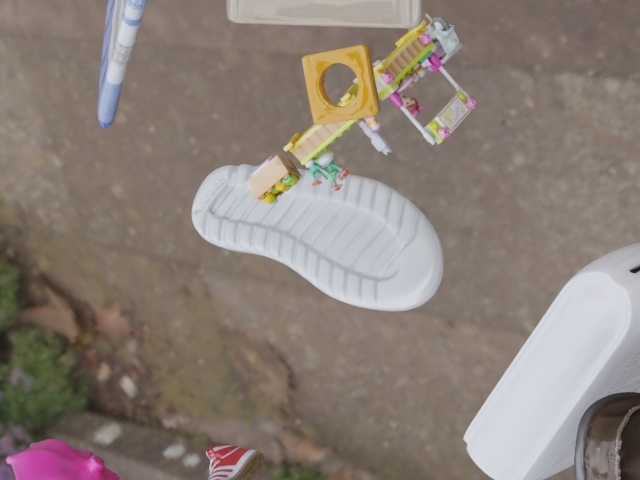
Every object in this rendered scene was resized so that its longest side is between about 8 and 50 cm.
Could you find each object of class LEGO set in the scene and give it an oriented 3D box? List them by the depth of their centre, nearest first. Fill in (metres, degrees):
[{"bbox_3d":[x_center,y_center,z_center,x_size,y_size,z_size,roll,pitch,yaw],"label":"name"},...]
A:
[{"bbox_3d":[0.061,-0.120,1.574,0.107,0.287,0.132,48,164,-7],"label":"LEGO set"}]

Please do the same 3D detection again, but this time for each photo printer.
[{"bbox_3d":[0.325,0.133,1.749,0.107,0.256,0.307,43,119,24],"label":"photo printer"}]

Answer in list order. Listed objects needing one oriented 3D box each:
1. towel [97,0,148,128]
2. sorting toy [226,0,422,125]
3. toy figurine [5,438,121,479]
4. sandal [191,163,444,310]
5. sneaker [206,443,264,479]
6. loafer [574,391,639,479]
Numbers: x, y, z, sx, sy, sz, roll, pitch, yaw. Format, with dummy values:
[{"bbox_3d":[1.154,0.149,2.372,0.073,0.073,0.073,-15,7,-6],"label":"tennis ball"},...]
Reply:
[{"bbox_3d":[-0.169,-0.275,1.434,0.034,0.209,0.285,12,132,-13],"label":"towel"},{"bbox_3d":[0.006,-0.274,1.278,0.196,0.047,0.347,7,104,27],"label":"sorting toy"},{"bbox_3d":[-0.172,0.193,0.884,0.130,0.173,0.159,43,143,39],"label":"toy figurine"},{"bbox_3d":[0.007,-0.014,2.063,0.416,0.169,0.102,22,173,33],"label":"sandal"},{"bbox_3d":[-0.131,0.299,1.863,0.067,0.118,0.042,12,129,39],"label":"sneaker"},{"bbox_3d":[0.417,0.230,1.582,0.130,0.366,0.133,-7,80,52],"label":"loafer"}]
